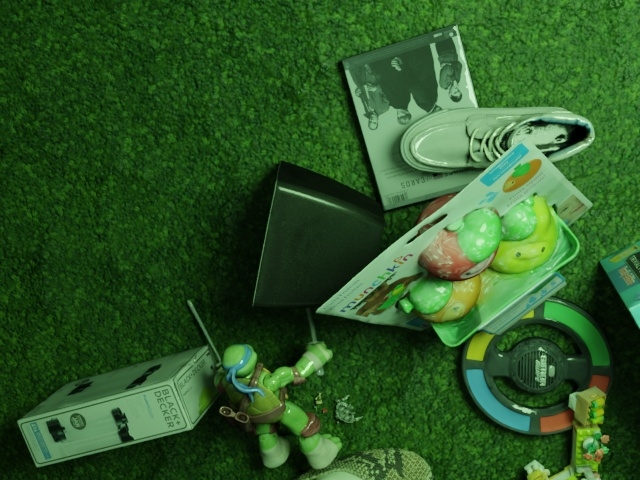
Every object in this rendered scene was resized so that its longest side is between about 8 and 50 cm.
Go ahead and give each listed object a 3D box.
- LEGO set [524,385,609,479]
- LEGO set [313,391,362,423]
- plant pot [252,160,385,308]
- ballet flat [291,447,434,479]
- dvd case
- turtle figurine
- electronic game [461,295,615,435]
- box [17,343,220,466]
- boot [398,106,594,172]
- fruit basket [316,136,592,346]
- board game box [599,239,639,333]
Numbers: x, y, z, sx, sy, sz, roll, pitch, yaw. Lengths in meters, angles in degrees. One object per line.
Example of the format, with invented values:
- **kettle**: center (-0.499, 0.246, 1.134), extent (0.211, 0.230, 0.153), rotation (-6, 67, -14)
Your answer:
- **LEGO set**: center (0.376, 0.364, 1.232), extent (0.132, 0.107, 0.287), rotation (27, 115, -13)
- **LEGO set**: center (0.028, 0.282, 1.348), extent (0.083, 0.023, 0.054), rotation (3, 103, 11)
- **plant pot**: center (0.000, 0.000, 1.219), extent (0.167, 0.188, 0.187), rotation (11, 105, -4)
- **ballet flat**: center (-0.053, 0.466, 1.317), extent (0.483, 0.182, 0.164), rotation (-22, 75, 16)
- **dvd case**: center (0.148, -0.180, 1.216), extent (0.179, 0.029, 0.238), rotation (-14, 100, 14)
- **turtle figurine**: center (-0.067, 0.223, 1.310), extent (0.198, 0.274, 0.266), rotation (-24, 119, -2)
- **electronic game**: center (0.333, 0.193, 1.253), extent (0.229, 0.048, 0.229), rotation (2, 103, 11)
- **box**: center (-0.323, 0.270, 1.344), extent (0.290, 0.169, 0.087), rotation (-17, 98, 14)
- **boot**: center (0.242, -0.144, 1.128), extent (0.258, 0.123, 0.095), rotation (-9, 99, 0)
- **fruit basket**: center (0.200, 0.025, 1.082), extent (0.327, 0.353, 0.165), rotation (-41, 69, 16)
- **board game box**: center (0.512, 0.181, 1.106), extent (0.079, 0.254, 0.336), rotation (-30, 95, 15)
